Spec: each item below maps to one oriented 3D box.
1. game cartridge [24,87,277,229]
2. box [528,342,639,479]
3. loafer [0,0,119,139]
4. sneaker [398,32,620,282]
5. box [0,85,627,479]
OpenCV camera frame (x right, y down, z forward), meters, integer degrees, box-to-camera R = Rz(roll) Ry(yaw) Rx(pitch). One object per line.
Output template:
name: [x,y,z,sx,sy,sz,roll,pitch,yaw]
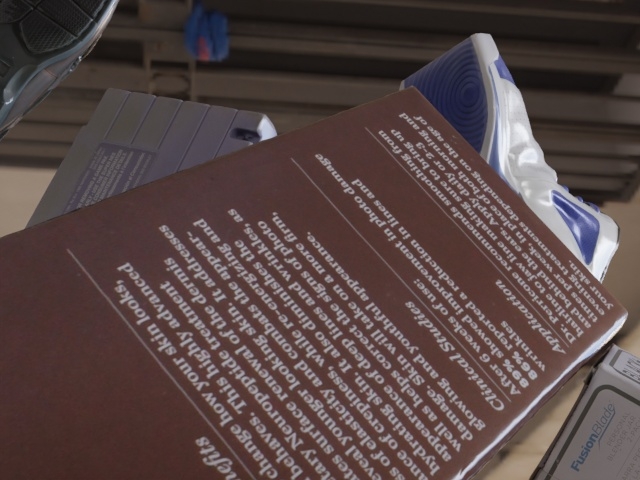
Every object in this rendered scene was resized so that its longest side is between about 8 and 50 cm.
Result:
game cartridge: [-0.215,0.001,1.109,0.355,0.230,0.068,-66,149,-22]
box: [0.237,0.197,0.527,0.169,0.290,0.087,-66,162,12]
loafer: [-0.304,-0.188,1.048,0.267,0.096,0.084,-48,177,-5]
sneaker: [0.195,-0.035,1.020,0.127,0.182,0.316,-25,-104,39]
box: [-0.027,0.071,0.482,0.381,0.191,0.143,-26,160,-49]
